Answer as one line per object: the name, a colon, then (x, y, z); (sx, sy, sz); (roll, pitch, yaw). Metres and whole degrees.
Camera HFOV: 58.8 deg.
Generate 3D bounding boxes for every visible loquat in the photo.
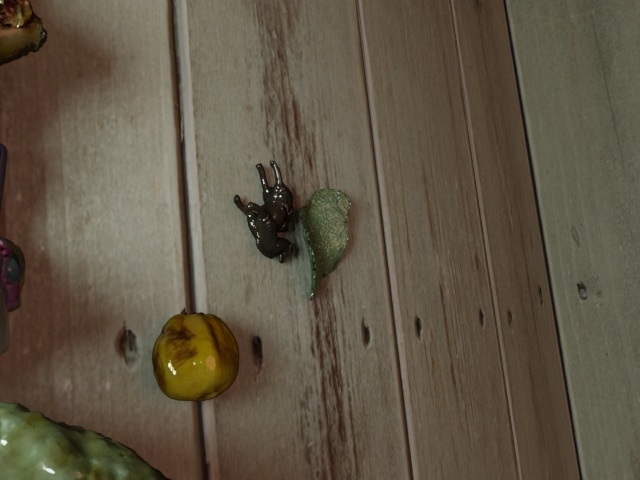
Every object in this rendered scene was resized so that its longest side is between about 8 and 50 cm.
loquat: (-0.180, 0.165, 0.818); (0.137, 0.113, 0.137); (24, 45, -27)

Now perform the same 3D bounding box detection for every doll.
doll: (-0.088, -0.041, 1.032); (0.165, 0.057, 0.139); (61, 39, -32)

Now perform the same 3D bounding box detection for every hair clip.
hair clip: (-0.375, 0.002, 0.623); (0.090, 0.137, 0.279); (-13, 89, -16)

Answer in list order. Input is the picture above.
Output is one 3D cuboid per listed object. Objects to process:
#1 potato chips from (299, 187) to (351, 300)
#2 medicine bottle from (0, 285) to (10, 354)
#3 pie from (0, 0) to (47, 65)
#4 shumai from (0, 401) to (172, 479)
potato chips: (0.007, -0.003, 1.137); (0.167, 0.059, 0.228); (64, 35, -25)
medicine bottle: (-0.397, 0.080, 0.489); (0.215, 0.135, 0.135); (-13, 90, -20)
pie: (-0.435, -0.209, 0.540); (0.257, 0.105, 0.275); (42, 61, -36)
shumai: (-0.279, 0.325, 0.479); (0.289, 0.329, 0.292); (-74, 159, -46)
